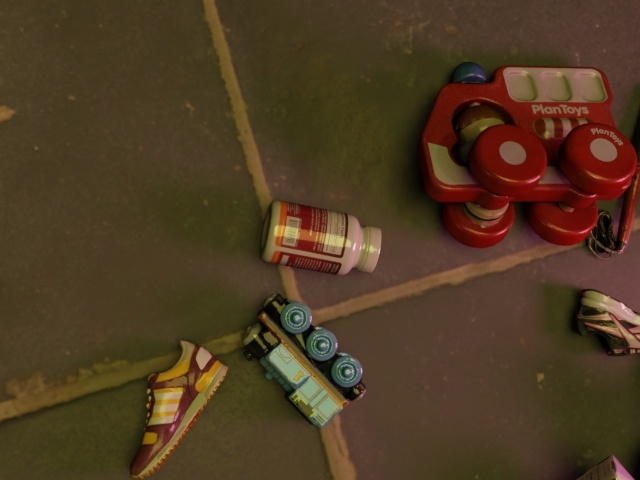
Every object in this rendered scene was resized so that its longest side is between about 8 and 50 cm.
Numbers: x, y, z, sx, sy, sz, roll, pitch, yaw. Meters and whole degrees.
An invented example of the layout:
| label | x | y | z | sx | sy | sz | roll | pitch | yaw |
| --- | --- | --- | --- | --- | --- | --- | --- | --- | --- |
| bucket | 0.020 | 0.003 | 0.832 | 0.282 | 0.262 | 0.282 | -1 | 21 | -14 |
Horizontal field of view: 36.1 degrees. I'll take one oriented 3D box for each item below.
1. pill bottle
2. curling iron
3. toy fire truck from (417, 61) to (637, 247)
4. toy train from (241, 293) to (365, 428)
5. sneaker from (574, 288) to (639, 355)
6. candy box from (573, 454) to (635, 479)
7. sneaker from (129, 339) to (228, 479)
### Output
| label | x | y | z | sx | sy | sz | roll | pitch | yaw |
| --- | --- | --- | --- | --- | --- | --- | --- | --- | --- |
| pill bottle | 0.000 | 0.000 | 1.320 | 0.152 | 0.086 | 0.086 | 11 | 82 | -10 |
| curling iron | 0.454 | -0.102 | 1.447 | 0.068 | 0.035 | 0.274 | 24 | 81 | -8 |
| toy fire truck | 0.280 | -0.139 | 1.370 | 0.302 | 0.169 | 0.253 | -1 | 59 | -11 |
| toy train | -0.024 | 0.158 | 1.305 | 0.105 | 0.080 | 0.184 | -44 | 94 | -6 |
| sneaker | 0.443 | 0.137 | 1.413 | 0.178 | 0.072 | 0.077 | 25 | 92 | 0 |
| candy box | 0.369 | 0.412 | 1.317 | 0.196 | 0.070 | 0.165 | -40 | 93 | 18 |
| sneaker | -0.202 | 0.219 | 1.273 | 0.084 | 0.069 | 0.185 | 35 | 73 | 3 |
